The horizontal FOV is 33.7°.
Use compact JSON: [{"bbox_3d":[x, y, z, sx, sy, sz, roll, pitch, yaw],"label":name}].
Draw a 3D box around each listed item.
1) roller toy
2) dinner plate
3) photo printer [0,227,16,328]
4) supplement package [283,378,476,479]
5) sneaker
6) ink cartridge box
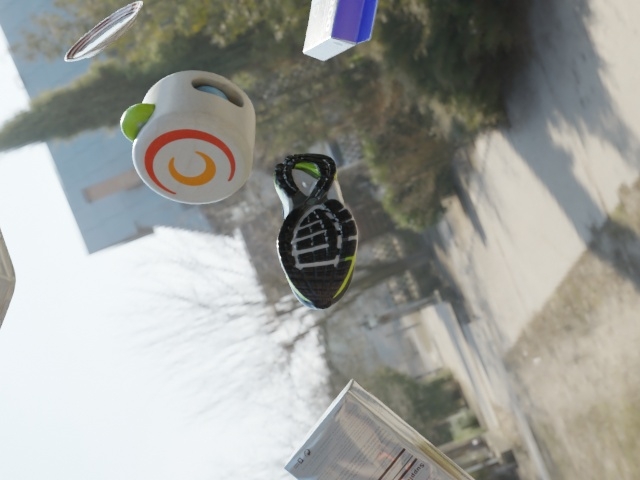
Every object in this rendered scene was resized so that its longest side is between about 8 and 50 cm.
[{"bbox_3d":[-0.199,-0.167,1.702,0.146,0.191,0.209,-89,-17,-44],"label":"roller toy"},{"bbox_3d":[-0.311,-0.300,1.535,0.017,0.141,0.141,52,-171,-25],"label":"dinner plate"},{"bbox_3d":[-0.616,0.035,1.772,0.256,0.107,0.308,-58,46,35],"label":"photo printer"},{"bbox_3d":[0.092,0.319,1.408,0.244,0.134,0.139,39,-177,4],"label":"supplement package"},{"bbox_3d":[0.000,0.000,1.457,0.300,0.111,0.121,-94,-7,-53],"label":"sneaker"},{"bbox_3d":[0.039,-0.371,1.492,0.208,0.045,0.206,-176,97,-72],"label":"ink cartridge box"}]
